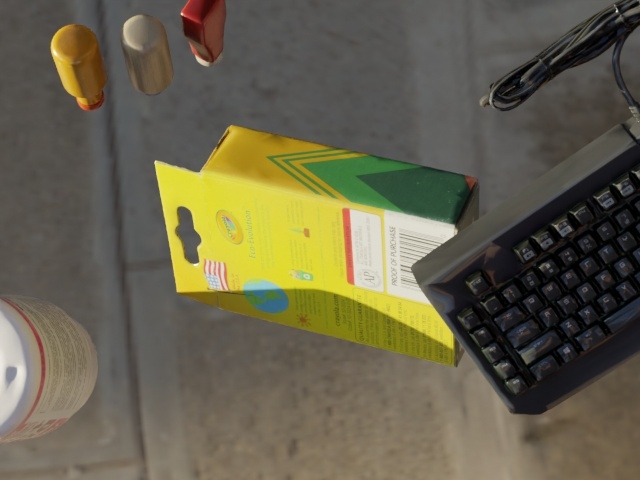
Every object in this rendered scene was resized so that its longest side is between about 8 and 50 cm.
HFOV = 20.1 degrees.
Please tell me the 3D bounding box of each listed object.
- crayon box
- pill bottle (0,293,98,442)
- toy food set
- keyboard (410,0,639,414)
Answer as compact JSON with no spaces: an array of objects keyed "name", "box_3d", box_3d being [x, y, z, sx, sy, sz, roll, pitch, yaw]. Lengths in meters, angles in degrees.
[{"name":"crayon box","box_3d":[0.000,0.000,1.827,0.318,0.081,0.202,13,137,17]},{"name":"pill bottle","box_3d":[-0.339,0.137,1.936,0.160,0.283,0.160,0,87,9]},{"name":"toy food set","box_3d":[-0.130,-0.210,1.562,0.111,0.104,0.232,26,71,10]},{"name":"keyboard","box_3d":[0.193,-0.053,1.021,0.317,0.033,0.201,-35,103,7]}]
